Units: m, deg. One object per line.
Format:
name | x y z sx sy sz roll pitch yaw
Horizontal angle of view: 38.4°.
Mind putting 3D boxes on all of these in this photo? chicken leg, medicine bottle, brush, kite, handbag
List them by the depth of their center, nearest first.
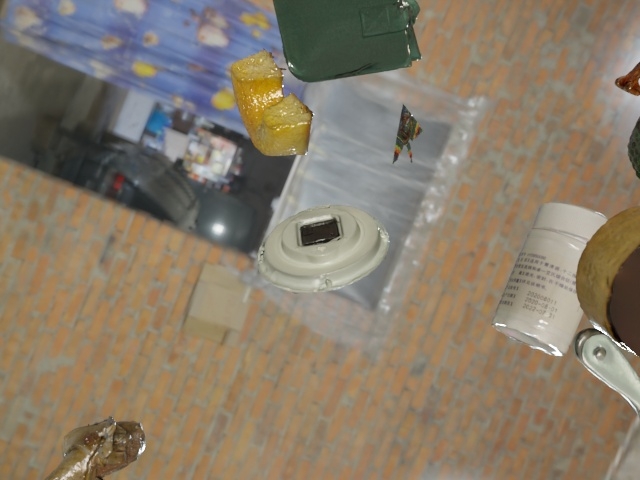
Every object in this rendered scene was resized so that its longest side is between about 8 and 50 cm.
brush | 0.440 0.228 1.222 0.068 0.297 0.060 -43 179 -3
chicken leg | -0.325 0.301 1.227 0.196 0.080 0.125 -33 -174 -9
kite | 0.118 -0.146 1.272 0.122 0.004 0.090 -53 138 -48
handbag | 0.028 -0.424 1.453 0.089 0.238 0.326 -31 114 -54
medicine bottle | 0.550 0.086 2.171 0.332 0.190 0.190 -65 -173 -7

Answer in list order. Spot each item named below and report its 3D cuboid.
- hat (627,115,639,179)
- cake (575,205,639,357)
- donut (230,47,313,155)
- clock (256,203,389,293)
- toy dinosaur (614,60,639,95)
hat | 0.837 -0.179 2.019 0.274 0.242 0.332 90 -11 -45
cake | 0.437 0.051 1.247 0.185 0.208 0.178 -45 -167 5
donut | -0.092 -0.240 1.793 0.152 0.101 0.259 89 -25 -45
clock | 0.000 0.000 1.597 0.236 0.236 0.053 -79 162 -54
toy dinosaur | 0.532 -0.280 1.334 0.208 0.097 0.432 -50 -172 14
